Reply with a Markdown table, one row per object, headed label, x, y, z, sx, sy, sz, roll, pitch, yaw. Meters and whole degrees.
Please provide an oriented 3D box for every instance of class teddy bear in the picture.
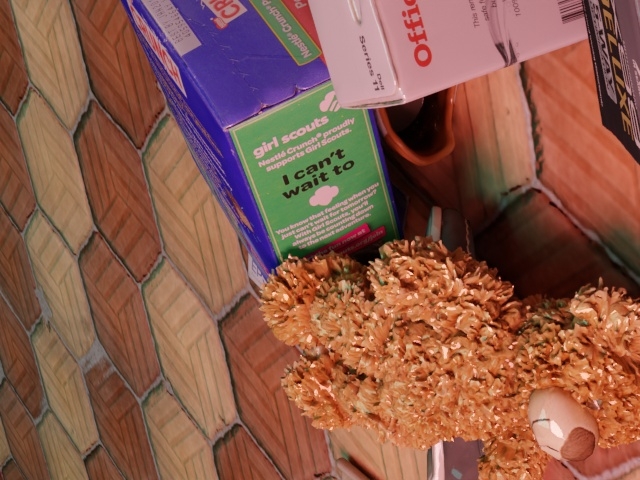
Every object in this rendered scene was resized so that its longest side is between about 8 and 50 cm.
| label | x | y | z | sx | sy | sz | roll | pitch | yaw |
| --- | --- | --- | --- | --- | --- | --- | --- | --- | --- |
| teddy bear | 0.099 | 0.101 | 1.118 | 0.338 | 0.113 | 0.245 | 20 | 127 | 22 |

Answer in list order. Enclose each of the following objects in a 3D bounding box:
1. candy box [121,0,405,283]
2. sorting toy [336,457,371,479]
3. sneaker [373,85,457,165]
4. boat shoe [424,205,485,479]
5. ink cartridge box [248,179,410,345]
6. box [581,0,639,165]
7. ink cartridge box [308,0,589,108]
| label | x | y | z | sx | sy | sz | roll | pitch | yaw |
| --- | --- | --- | --- | --- | --- | --- | --- | --- | --- |
| candy box | -0.049 | -0.104 | 1.235 | 0.268 | 0.122 | 0.317 | 57 | 173 | 35 |
| sorting toy | 0.073 | 0.356 | 1.571 | 0.193 | 0.038 | 0.208 | 33 | 137 | 49 |
| sneaker | 0.066 | -0.187 | 1.136 | 0.123 | 0.106 | 0.290 | 48 | 158 | 48 |
| boat shoe | 0.136 | 0.124 | 1.262 | 0.112 | 0.095 | 0.335 | -84 | -8 | -65 |
| ink cartridge box | 0.000 | 0.000 | 1.448 | 0.223 | 0.045 | 0.224 | 43 | 142 | 42 |
| box | 0.182 | -0.195 | 0.821 | 0.242 | 0.076 | 0.307 | -80 | -23 | -75 |
| ink cartridge box | 0.094 | -0.186 | 0.968 | 0.087 | 0.208 | 0.153 | 0 | 108 | 62 |
